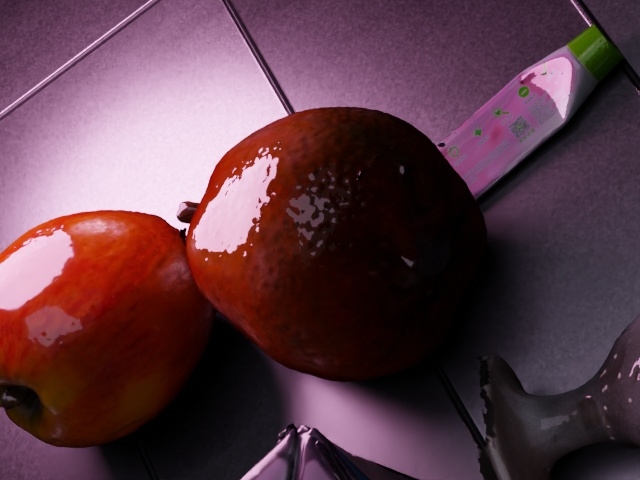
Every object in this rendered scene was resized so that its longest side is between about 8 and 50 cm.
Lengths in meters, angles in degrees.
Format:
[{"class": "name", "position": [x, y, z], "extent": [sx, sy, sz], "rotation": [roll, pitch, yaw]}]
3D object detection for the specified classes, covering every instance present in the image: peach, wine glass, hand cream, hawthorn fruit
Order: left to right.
[{"class": "peach", "position": [-0.247, 0.086, 1.709], "extent": [0.281, 0.238, 0.281], "rotation": [-36, 19, 15]}, {"class": "hawthorn fruit", "position": [0.013, 0.009, 1.591], "extent": [0.311, 0.295, 0.295], "rotation": [-21, 56, 57]}, {"class": "hand cream", "position": [0.201, -0.118, 1.682], "extent": [0.275, 0.050, 0.079], "rotation": [-42, 33, 12]}, {"class": "wine glass", "position": [0.322, 0.134, 1.436], "extent": [0.357, 0.190, 0.190], "rotation": [-20, 63, 17]}]

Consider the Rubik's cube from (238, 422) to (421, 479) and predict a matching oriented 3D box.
[{"class": "Rubik's cube", "position": [0.026, 0.391, 1.415], "extent": [0.310, 0.307, 0.305], "rotation": [-45, 56, 3]}]
